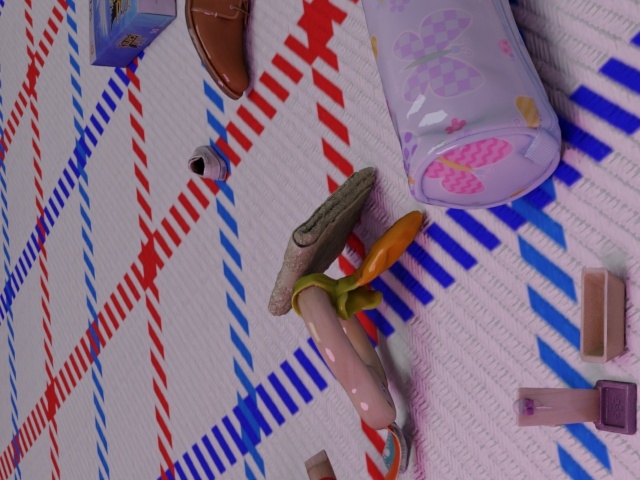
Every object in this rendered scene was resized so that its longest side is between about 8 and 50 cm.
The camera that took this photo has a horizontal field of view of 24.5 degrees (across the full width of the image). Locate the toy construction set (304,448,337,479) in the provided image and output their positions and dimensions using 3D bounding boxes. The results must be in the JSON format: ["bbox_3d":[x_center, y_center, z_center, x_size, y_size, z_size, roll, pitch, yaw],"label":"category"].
[{"bbox_3d":[-0.062,0.327,1.389,0.309,0.257,0.237,-56,26,17],"label":"toy construction set"}]

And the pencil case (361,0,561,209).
[{"bbox_3d":[0.102,-0.158,1.142,0.113,0.124,0.273,49,-153,-58],"label":"pencil case"}]

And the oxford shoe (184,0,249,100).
[{"bbox_3d":[-0.113,-0.270,1.733,0.076,0.076,0.212,-19,77,24],"label":"oxford shoe"}]

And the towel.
[{"bbox_3d":[0.000,0.000,1.381,0.148,0.027,0.110,-49,-14,-46],"label":"towel"}]

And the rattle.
[{"bbox_3d":[0.071,0.100,1.305,0.200,0.142,0.130,60,172,19],"label":"rattle"}]

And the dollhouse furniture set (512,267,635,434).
[{"bbox_3d":[0.159,0.075,1.024,0.091,0.081,0.114,178,94,-67],"label":"dollhouse furniture set"}]

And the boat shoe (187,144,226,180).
[{"bbox_3d":[-0.148,-0.096,1.836,0.100,0.035,0.035,-138,53,-61],"label":"boat shoe"}]

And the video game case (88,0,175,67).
[{"bbox_3d":[-0.279,-0.404,2.143,0.269,0.061,0.244,157,112,-65],"label":"video game case"}]
